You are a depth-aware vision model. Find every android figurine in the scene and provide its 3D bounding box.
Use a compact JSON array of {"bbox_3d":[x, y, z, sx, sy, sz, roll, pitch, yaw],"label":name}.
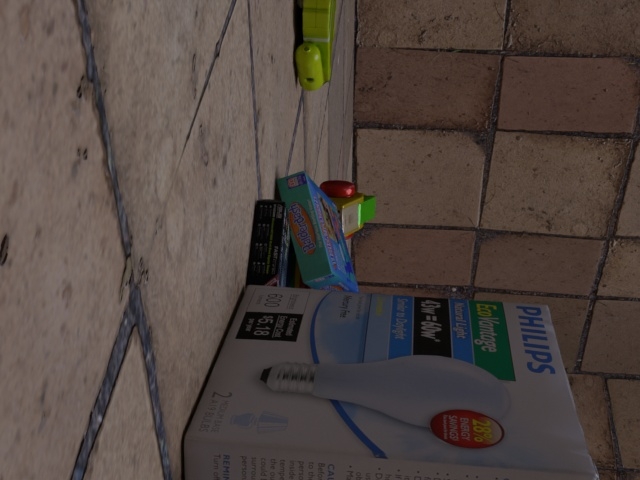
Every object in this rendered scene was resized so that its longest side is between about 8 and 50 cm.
[{"bbox_3d":[-0.004,-0.376,1.622,0.273,0.056,0.248,83,11,-69],"label":"android figurine"}]

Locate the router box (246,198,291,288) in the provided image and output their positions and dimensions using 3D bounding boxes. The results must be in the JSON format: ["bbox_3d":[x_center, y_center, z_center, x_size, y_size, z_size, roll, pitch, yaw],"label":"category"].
[{"bbox_3d":[-0.063,0.023,1.244,0.092,0.038,0.122,85,9,-66],"label":"router box"}]

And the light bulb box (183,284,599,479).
[{"bbox_3d":[0.071,0.223,1.038,0.358,0.361,0.225,-77,169,-69],"label":"light bulb box"}]

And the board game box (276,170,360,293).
[{"bbox_3d":[0.000,0.000,1.494,0.210,0.047,0.160,43,32,-72],"label":"board game box"}]

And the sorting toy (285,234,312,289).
[{"bbox_3d":[-0.040,0.056,1.538,0.274,0.046,0.132,-79,171,-60],"label":"sorting toy"}]

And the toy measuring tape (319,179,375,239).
[{"bbox_3d":[-0.001,-0.044,1.860,0.330,0.121,0.121,-26,122,-59],"label":"toy measuring tape"}]
